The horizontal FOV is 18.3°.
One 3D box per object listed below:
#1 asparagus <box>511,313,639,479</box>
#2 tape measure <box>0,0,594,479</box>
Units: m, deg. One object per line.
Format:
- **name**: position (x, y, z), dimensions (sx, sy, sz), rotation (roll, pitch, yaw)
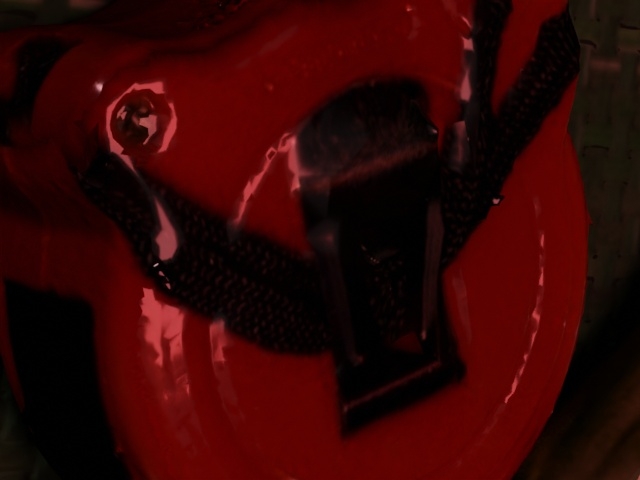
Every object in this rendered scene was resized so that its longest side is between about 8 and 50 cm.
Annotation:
- **asparagus**: position (0.107, 0.124, 0.892), dimensions (0.085, 0.082, 0.343), rotation (43, 65, 4)
- **tape measure**: position (0.000, 0.000, 0.759), dimensions (0.253, 0.114, 0.260), rotation (-25, 112, -33)
